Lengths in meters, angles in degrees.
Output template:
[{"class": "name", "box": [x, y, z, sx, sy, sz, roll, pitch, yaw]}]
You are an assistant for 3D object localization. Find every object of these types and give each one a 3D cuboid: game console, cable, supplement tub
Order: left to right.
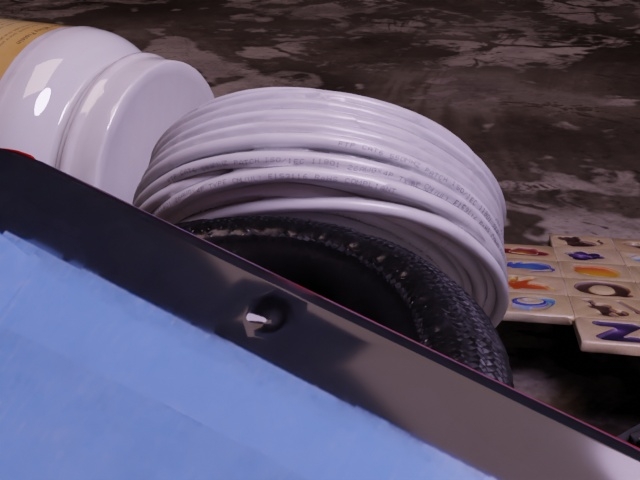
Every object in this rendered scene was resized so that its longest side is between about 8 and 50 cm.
[{"class": "game console", "box": [-0.095, 0.153, 0.315, 0.386, 0.060, 0.342, 24, 64, 26]}, {"class": "supplement tub", "box": [-0.263, -0.071, 0.888, 0.316, 0.228, 0.228, 10, 25, 22]}, {"class": "cable", "box": [0.000, 0.000, 0.726, 0.257, 0.257, 0.089, 28, 55, -27]}]

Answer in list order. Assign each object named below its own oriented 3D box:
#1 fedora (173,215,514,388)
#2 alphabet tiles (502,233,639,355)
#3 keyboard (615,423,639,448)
[{"class": "fedora", "box": [-0.061, 0.126, 0.521, 0.334, 0.152, 0.334, -3, 31, 2]}, {"class": "alphabet tiles", "box": [0.277, 0.039, 0.839, 0.285, 0.011, 0.342, 3, 13, 8]}, {"class": "keyboard", "box": [0.295, 0.153, 0.545, 0.201, 0.033, 0.317, -24, 26, -1]}]
